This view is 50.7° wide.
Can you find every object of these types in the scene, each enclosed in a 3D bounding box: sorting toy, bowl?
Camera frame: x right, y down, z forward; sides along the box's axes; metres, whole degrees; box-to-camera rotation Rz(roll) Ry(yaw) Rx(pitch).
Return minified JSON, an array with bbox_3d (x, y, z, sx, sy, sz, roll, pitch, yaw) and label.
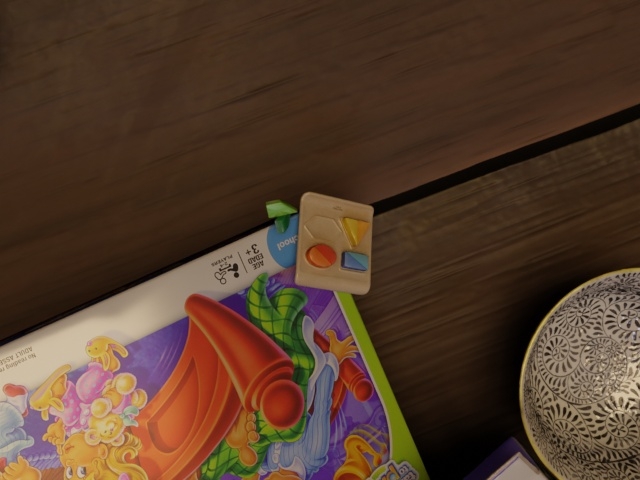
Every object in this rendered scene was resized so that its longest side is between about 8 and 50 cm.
[{"bbox_3d":[0.000,0.000,0.440,0.083,0.012,0.062,11,78,-29],"label":"sorting toy"},{"bbox_3d":[0.218,0.100,0.511,0.170,0.080,0.170,0,95,-5],"label":"bowl"}]

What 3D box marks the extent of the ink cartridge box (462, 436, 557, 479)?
[{"bbox_3d":[0.085,0.232,0.473,0.206,0.045,0.208,-43,134,1],"label":"ink cartridge box"}]

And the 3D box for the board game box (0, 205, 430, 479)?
[{"bbox_3d":[-0.119,0.152,0.445,0.347,0.078,0.233,-25,96,-18],"label":"board game box"}]
